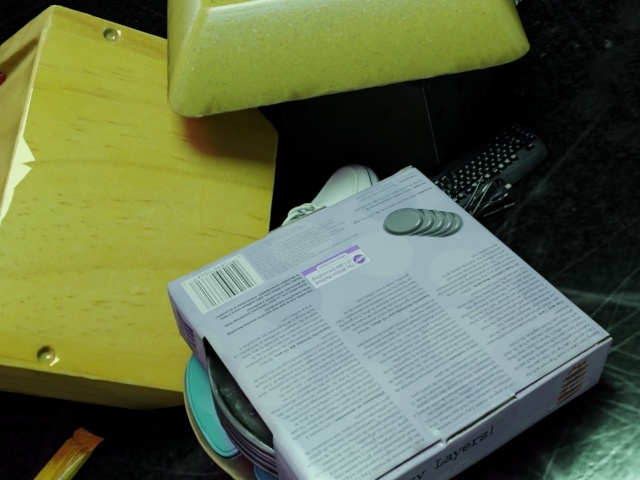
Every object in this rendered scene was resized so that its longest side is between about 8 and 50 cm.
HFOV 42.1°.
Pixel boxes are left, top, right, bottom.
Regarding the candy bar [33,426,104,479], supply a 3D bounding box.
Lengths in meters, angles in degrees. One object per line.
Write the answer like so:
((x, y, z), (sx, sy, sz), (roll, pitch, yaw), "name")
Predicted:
((-0.265, 0.244, 0.770), (0.040, 0.018, 0.161), (15, 59, 42), "candy bar")

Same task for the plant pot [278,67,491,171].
((0.074, -0.181, 0.870), (0.167, 0.188, 0.187), (20, 61, 30), "plant pot")

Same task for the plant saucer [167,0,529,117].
((0.003, -0.290, 0.804), (0.333, 0.081, 0.332), (-9, 55, 3), "plant saucer")

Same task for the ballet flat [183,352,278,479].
((-0.040, 0.174, 0.667), (0.080, 0.073, 0.232), (-36, 48, -8), "ballet flat")

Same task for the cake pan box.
((0.042, 0.074, 0.649), (0.267, 0.070, 0.246), (-27, 47, -22), "cake pan box")

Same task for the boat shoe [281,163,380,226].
((0.000, 0.000, 0.798), (0.083, 0.076, 0.226), (-13, 45, 36), "boat shoe")

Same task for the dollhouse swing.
((-0.255, 0.001, 0.872), (0.305, 0.315, 0.346), (142, 136, -57), "dollhouse swing")

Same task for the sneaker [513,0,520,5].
((0.178, -0.309, 1.025), (0.162, 0.063, 0.073), (2, 34, 25), "sneaker")

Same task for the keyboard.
((0.137, -0.053, 0.811), (0.192, 0.038, 0.100), (-37, 43, -6), "keyboard")

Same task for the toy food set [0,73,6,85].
((-0.447, -0.182, 1.214), (0.232, 0.111, 0.104), (-32, 11, 13), "toy food set")
